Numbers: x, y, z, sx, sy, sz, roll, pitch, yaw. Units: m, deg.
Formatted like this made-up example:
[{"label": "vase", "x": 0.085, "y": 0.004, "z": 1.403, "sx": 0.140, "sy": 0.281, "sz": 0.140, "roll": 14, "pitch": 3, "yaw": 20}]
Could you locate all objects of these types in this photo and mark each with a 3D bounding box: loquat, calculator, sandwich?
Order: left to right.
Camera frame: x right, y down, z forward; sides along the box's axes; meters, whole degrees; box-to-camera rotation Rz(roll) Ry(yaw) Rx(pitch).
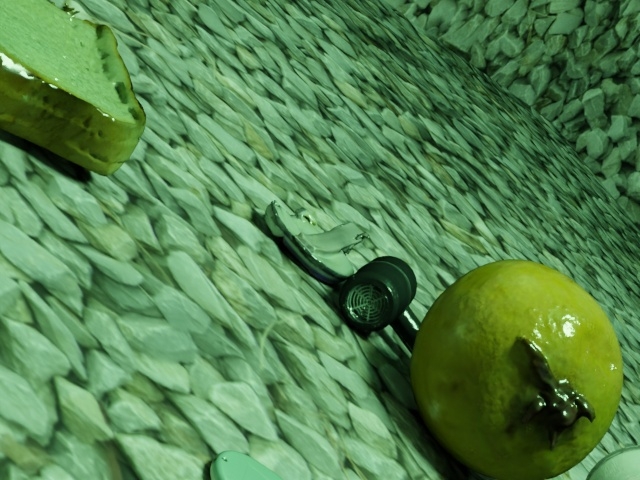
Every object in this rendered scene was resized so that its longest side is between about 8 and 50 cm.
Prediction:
[{"label": "sandwich", "x": -0.290, "y": -0.176, "z": 1.477, "sx": 0.251, "sy": 0.087, "sz": 0.226, "roll": 25, "pitch": 24, "yaw": -44}, {"label": "calculator", "x": -0.029, "y": 0.227, "z": 1.256, "sx": 0.153, "sy": 0.021, "sz": 0.095, "roll": 40, "pitch": 17, "yaw": -6}, {"label": "loquat", "x": 0.213, "y": 0.144, "z": 1.672, "sx": 0.244, "sy": 0.244, "sz": 0.244, "roll": 41, "pitch": 17, "yaw": -15}]

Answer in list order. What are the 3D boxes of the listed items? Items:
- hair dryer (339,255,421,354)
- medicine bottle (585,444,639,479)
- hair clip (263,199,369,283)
[{"label": "hair dryer", "x": 0.110, "y": 0.120, "z": 1.801, "sx": 0.219, "sy": 0.071, "sz": 0.124, "roll": 54, "pitch": 18, "yaw": -1}, {"label": "medicine bottle", "x": 0.390, "y": 0.356, "z": 1.751, "sx": 0.143, "sy": 0.143, "sz": 0.258, "roll": 37, "pitch": 19, "yaw": -27}, {"label": "hair clip", "x": 0.000, "y": 0.001, "z": 1.832, "sx": 0.116, "sy": 0.049, "sz": 0.172, "roll": 45, "pitch": 18, "yaw": 16}]
